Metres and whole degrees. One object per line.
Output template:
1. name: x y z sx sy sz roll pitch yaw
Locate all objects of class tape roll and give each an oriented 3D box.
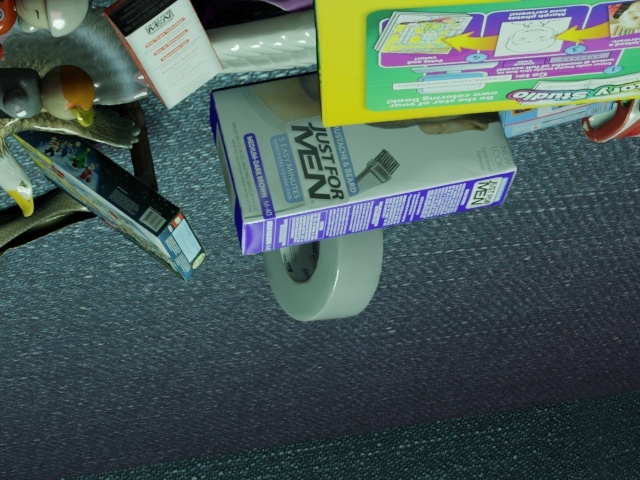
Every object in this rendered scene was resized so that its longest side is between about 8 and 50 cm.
1. tape roll: 0.000 0.000 1.913 0.072 0.219 0.219 -3 157 -30

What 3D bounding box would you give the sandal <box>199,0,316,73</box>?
1. sandal: -0.010 -0.244 1.458 0.416 0.102 0.169 -7 177 19

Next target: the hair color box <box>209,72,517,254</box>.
1. hair color box: 0.049 -0.113 1.705 0.339 0.185 0.110 -11 158 -10

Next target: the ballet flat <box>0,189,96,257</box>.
1. ballet flat: -0.362 -0.023 1.840 0.250 0.058 0.084 -17 160 8

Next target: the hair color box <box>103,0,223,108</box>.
1. hair color box: -0.148 -0.191 1.328 0.072 0.043 0.141 -37 156 -6

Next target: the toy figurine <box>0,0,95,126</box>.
1. toy figurine: -0.255 -0.217 1.183 0.148 0.213 0.209 -2 150 -2

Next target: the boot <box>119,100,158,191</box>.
1. boot: -0.217 -0.098 1.663 0.037 0.114 0.106 -15 161 -9

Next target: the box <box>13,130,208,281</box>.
1. box: -0.246 -0.055 1.626 0.044 0.233 0.159 -52 163 -11

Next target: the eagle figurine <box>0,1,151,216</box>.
1. eagle figurine: -0.330 -0.135 1.433 0.298 0.226 0.225 -34 129 -21

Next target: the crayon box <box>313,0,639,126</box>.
1. crayon box: 0.173 -0.212 1.201 0.363 0.106 0.313 -5 165 0

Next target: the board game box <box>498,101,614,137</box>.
1. board game box: 0.315 -0.211 1.836 0.160 0.039 0.211 -15 160 0

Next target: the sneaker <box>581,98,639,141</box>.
1. sneaker: 0.483 -0.202 1.941 0.128 0.087 0.221 -7 172 -42
